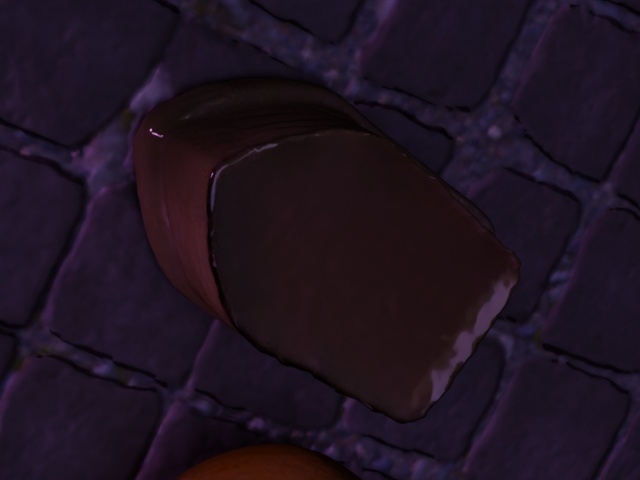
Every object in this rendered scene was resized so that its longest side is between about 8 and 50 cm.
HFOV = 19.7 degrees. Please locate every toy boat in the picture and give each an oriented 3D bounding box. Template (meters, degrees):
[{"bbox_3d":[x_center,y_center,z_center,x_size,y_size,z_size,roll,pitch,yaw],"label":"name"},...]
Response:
[{"bbox_3d":[0.000,0.000,0.821,0.188,0.061,0.116,34,94,-32],"label":"toy boat"}]

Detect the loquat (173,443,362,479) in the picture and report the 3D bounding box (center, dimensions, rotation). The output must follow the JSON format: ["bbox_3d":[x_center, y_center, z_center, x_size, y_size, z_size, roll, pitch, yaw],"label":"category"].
[{"bbox_3d":[-0.027,0.163,0.832,0.141,0.141,0.141,-10,114,-22],"label":"loquat"}]
